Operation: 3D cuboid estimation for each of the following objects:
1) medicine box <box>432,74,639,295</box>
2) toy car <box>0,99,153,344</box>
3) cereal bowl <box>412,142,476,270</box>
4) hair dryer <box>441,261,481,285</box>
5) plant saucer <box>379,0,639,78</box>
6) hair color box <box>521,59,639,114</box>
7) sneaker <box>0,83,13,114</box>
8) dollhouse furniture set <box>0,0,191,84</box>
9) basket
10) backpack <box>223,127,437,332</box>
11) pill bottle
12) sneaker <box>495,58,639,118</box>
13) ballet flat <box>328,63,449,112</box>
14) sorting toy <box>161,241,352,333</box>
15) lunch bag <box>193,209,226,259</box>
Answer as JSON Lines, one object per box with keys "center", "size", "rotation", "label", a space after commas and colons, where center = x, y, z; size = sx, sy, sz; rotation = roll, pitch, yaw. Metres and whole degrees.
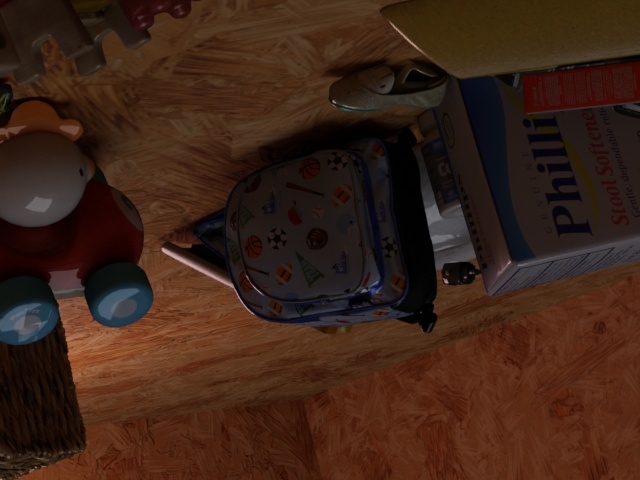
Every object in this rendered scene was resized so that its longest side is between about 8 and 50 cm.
{"center": [0.314, -0.100, 1.492], "size": [0.289, 0.263, 0.149], "rotation": [-12, 166, -11], "label": "medicine box"}
{"center": [-0.289, -0.051, 1.322], "size": [0.210, 0.219, 0.238], "rotation": [-9, 137, -23], "label": "toy car"}
{"center": [0.172, -0.037, 1.866], "size": [0.339, 0.141, 0.339], "rotation": [-14, 167, -3], "label": "cereal bowl"}
{"center": [0.310, -0.018, 1.732], "size": [0.224, 0.080, 0.293], "rotation": [-18, 174, -24], "label": "hair dryer"}
{"center": [0.283, -0.208, 1.130], "size": [0.333, 0.081, 0.333], "rotation": [-13, -171, -39], "label": "plant saucer"}
{"center": [0.285, -0.159, 1.254], "size": [0.141, 0.043, 0.072], "rotation": [-3, -172, 25], "label": "hair color box"}
{"center": [-0.325, -0.130, 1.206], "size": [0.035, 0.031, 0.083], "rotation": [-8, 165, -28], "label": "sneaker"}
{"center": [-0.223, -0.208, 0.846], "size": [0.201, 0.152, 0.374], "rotation": [-22, -178, 27], "label": "dollhouse furniture set"}
{"center": [-0.511, 0.207, 1.789], "size": [0.223, 0.299, 0.213], "rotation": [-23, 163, 32], "label": "basket"}
{"center": [0.000, 0.000, 1.617], "size": [0.263, 0.276, 0.213], "rotation": [-15, 163, 33], "label": "backpack"}
{"center": [0.176, -0.104, 1.601], "size": [0.078, 0.137, 0.078], "rotation": [-14, 167, -3], "label": "pill bottle"}
{"center": [0.295, -0.221, 1.378], "size": [0.229, 0.132, 0.086], "rotation": [19, 142, 3], "label": "sneaker"}
{"center": [0.080, -0.182, 1.406], "size": [0.168, 0.057, 0.052], "rotation": [-8, 137, -40], "label": "ballet flat"}
{"center": [-0.067, 0.064, 1.874], "size": [0.307, 0.041, 0.229], "rotation": [25, -171, 30], "label": "sorting toy"}
{"center": [-0.097, -0.001, 1.833], "size": [0.151, 0.096, 0.129], "rotation": [12, -178, 33], "label": "lunch bag"}
